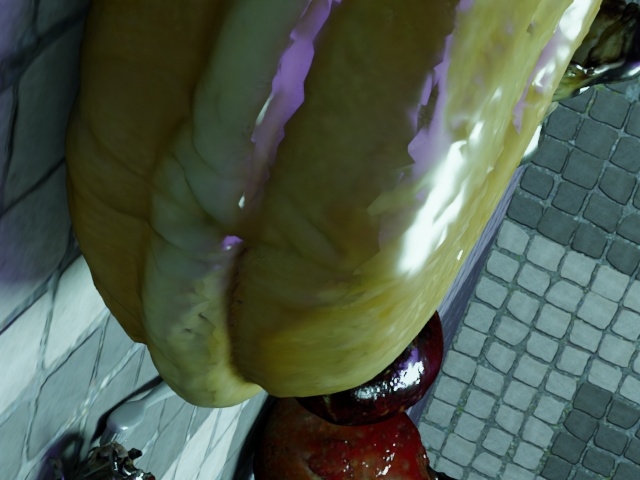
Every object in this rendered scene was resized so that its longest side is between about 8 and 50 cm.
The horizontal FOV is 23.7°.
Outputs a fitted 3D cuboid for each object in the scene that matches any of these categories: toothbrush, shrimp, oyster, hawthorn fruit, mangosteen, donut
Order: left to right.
[{"bbox_3d":[-0.140,0.174,1.000,0.190,0.073,0.075,116,-39,-61],"label":"shrimp"},{"bbox_3d":[-0.103,0.103,1.156,0.025,0.020,0.286,-59,172,19],"label":"toothbrush"},{"bbox_3d":[0.037,0.083,1.446,0.172,0.172,0.184,-43,137,-65],"label":"mangosteen"},{"bbox_3d":[0.044,0.240,1.645,0.181,0.235,0.181,14,90,-80],"label":"hawthorn fruit"},{"bbox_3d":[0.030,-0.116,0.791,0.449,0.198,0.449,-60,169,-20],"label":"donut"},{"bbox_3d":[0.079,-0.054,1.083,0.361,0.096,0.221,-38,-172,1],"label":"oyster"}]
